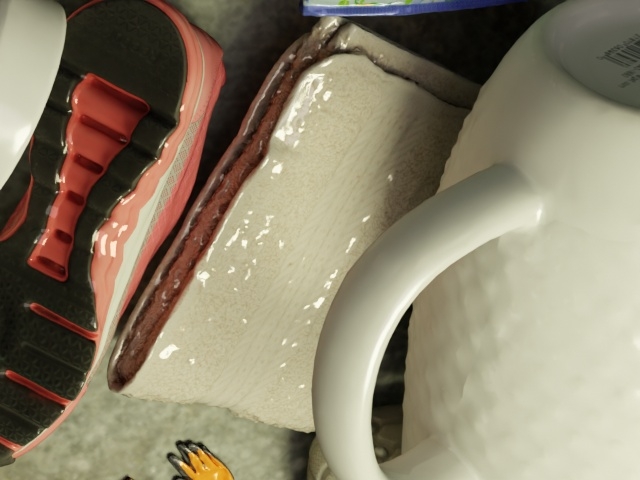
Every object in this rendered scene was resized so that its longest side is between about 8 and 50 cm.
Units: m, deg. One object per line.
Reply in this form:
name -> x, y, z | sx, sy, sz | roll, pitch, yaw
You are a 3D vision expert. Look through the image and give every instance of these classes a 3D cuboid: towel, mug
towel -> 0.000, 0.000, 1.094 | 0.187, 0.049, 0.282 | 18, 109, -41
mug -> 0.156, 0.041, 1.012 | 0.374, 0.276, 0.328 | -19, 130, -29

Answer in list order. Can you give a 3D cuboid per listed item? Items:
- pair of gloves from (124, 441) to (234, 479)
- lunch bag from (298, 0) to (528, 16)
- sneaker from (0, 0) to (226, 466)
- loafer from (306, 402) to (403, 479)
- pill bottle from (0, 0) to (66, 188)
pair of gloves -> -0.101, 0.184, 1.194 | 0.083, 0.010, 0.074 | -33, 119, 1
lunch bag -> 0.059, -0.207, 1.016 | 0.151, 0.096, 0.129 | -1, 115, -5
sneaker -> -0.137, 0.004, 1.029 | 0.116, 0.136, 0.314 | 31, 101, 15
loafer -> 0.146, 0.171, 1.214 | 0.319, 0.112, 0.111 | -4, 122, -8
pill bottle -> -0.295, -0.123, 0.909 | 0.283, 0.161, 0.161 | 23, 105, -25
